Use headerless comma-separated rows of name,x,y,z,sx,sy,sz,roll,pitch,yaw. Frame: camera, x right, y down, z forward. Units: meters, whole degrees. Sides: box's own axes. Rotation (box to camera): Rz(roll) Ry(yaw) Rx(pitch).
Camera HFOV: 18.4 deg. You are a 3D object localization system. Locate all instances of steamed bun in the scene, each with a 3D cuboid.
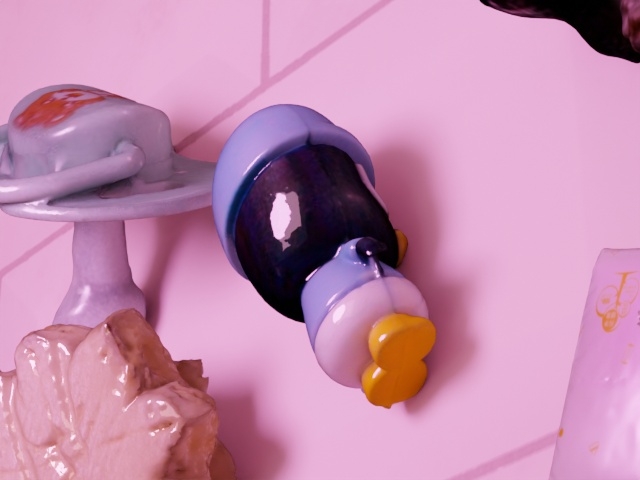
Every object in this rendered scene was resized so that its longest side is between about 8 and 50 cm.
steamed bun,-0.178,0.199,1.773,0.292,0.137,0.295,21,103,38

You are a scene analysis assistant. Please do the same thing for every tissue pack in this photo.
tissue pack,0.269,0.096,1.232,0.225,0.124,0.185,-5,70,54

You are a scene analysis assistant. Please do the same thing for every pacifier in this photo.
pacifier,-0.236,-0.012,1.933,0.343,0.288,0.269,19,114,61

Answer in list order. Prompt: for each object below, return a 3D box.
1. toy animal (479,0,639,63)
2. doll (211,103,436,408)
toy animal,0.211,-0.245,1.449,0.344,0.194,0.302,-17,53,56
doll,0.000,0.000,1.658,0.314,0.141,0.177,57,150,38
